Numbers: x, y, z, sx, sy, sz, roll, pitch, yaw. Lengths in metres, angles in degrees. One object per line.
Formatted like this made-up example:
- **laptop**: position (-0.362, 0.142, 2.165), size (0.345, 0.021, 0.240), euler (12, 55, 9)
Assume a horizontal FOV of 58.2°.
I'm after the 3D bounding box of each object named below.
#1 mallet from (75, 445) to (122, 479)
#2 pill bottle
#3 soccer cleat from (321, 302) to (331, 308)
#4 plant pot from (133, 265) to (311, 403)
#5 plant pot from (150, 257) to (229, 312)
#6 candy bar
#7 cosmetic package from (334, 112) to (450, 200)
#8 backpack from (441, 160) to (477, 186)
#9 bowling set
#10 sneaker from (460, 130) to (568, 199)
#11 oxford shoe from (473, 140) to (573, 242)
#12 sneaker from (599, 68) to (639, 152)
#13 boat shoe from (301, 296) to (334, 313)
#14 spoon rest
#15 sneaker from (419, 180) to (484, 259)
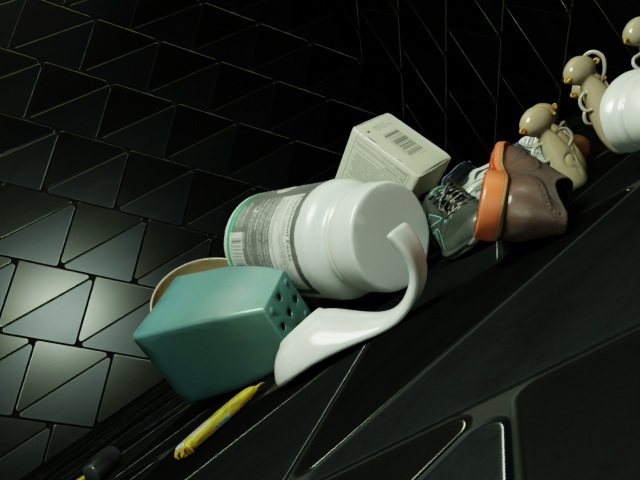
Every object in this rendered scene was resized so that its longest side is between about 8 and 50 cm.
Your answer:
- **mallet**: position (-0.425, 0.425, 1.004), size (0.190, 0.039, 0.062), euler (-39, 0, 19)
- **pill bottle**: position (0.000, 0.000, 1.012), size (0.204, 0.204, 0.361), euler (-33, 18, -34)
- **soccer cleat**: position (0.049, 0.099, 1.392), size (0.289, 0.093, 0.121), euler (-38, -31, -4)
- **plant pot**: position (-0.146, 0.145, 0.966), size (0.234, 0.165, 0.165), euler (-16, 28, 27)
- **plant pot**: position (-0.264, 0.208, 1.429), size (0.284, 0.284, 0.191), euler (-33, -36, -32)
- **candy bar**: position (-0.134, 0.236, 0.765), size (0.040, 0.018, 0.161), euler (-38, -3, 37)
- **cosmetic package**: position (0.107, -0.069, 1.119), size (0.113, 0.160, 0.309), euler (-32, -26, -39)
- **backpack**: position (0.367, -0.132, 1.486), size (0.114, 0.105, 0.084), euler (-36, -22, -19)
- **bowling set**: position (0.389, -0.187, 0.879), size (0.287, 0.154, 0.200), euler (-33, 0, -13)
- **sneaker**: position (0.353, -0.126, 1.095), size (0.235, 0.094, 0.153), euler (-43, 8, 2)
- **oxford shoe**: position (0.248, -0.056, 0.698), size (0.098, 0.097, 0.271), euler (11, 26, 16)
- **sneaker**: position (0.459, -0.192, 0.625), size (0.305, 0.114, 0.152), euler (-37, 14, -12)
- **boat shoe**: position (-0.026, 0.126, 1.262), size (0.285, 0.092, 0.103), euler (-30, -24, -16)
- **spoon rest**: position (0.036, 0.101, 0.719), size (0.276, 0.084, 0.137), euler (-49, -10, 31)
- **sneaker**: position (0.206, -0.036, 0.904), size (0.101, 0.106, 0.267), euler (-31, 1, -2)
